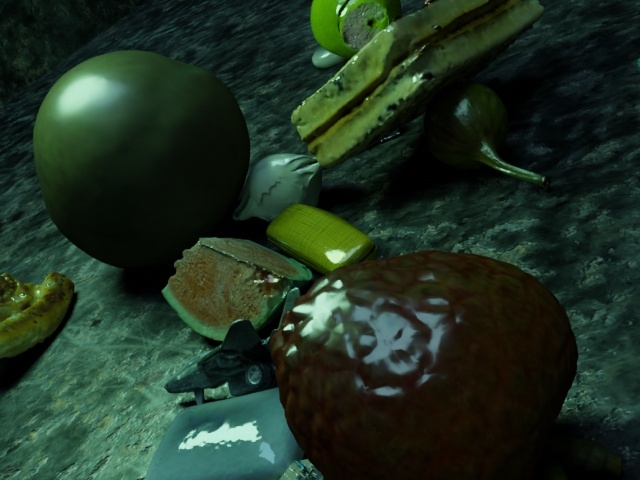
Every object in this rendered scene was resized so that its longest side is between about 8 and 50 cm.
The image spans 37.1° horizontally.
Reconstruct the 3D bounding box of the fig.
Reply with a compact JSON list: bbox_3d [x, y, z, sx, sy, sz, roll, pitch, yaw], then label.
[{"bbox_3d":[0.226,-0.126,1.296,0.124,0.124,0.236,-30,44,-4],"label":"fig"}]

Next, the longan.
[{"bbox_3d":[-0.280,-0.125,1.477,0.361,0.361,0.361,-22,27,12],"label":"longan"}]

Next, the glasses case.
[{"bbox_3d":[0.000,0.000,1.306,0.079,0.064,0.234,-39,28,-14],"label":"glasses case"}]

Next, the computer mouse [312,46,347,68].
[{"bbox_3d":[0.026,-0.398,2.020,0.096,0.039,0.066,-19,28,15],"label":"computer mouse"}]

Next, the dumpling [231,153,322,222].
[{"bbox_3d":[-0.052,-0.082,1.471,0.188,0.108,0.127,-33,-1,20],"label":"dumpling"}]

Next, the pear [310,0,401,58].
[{"bbox_3d":[0.070,-0.462,1.937,0.187,0.187,0.220,-24,24,6],"label":"pear"}]

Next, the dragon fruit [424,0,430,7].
[{"bbox_3d":[0.287,-0.462,1.776,0.172,0.166,0.160,-53,-4,-22],"label":"dragon fruit"}]

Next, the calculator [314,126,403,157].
[{"bbox_3d":[0.053,-0.210,1.680,0.161,0.021,0.262,-25,26,6],"label":"calculator"}]

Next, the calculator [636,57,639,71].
[{"bbox_3d":[0.580,-0.299,1.308,0.248,0.058,0.274,-8,33,36],"label":"calculator"}]

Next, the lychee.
[{"bbox_3d":[0.105,0.132,0.802,0.255,0.300,0.255,-49,-2,-3],"label":"lychee"}]

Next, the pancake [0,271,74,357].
[{"bbox_3d":[-0.520,0.088,1.516,0.244,0.057,0.266,31,25,17],"label":"pancake"}]

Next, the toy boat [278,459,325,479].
[{"bbox_3d":[0.029,0.259,0.829,0.210,0.066,0.084,28,92,49],"label":"toy boat"}]

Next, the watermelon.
[{"bbox_3d":[-0.085,0.059,1.266,0.231,0.128,0.146,20,24,40],"label":"watermelon"}]

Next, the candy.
[{"bbox_3d":[-0.091,0.214,1.003,0.174,0.071,0.138,-15,25,22],"label":"candy"}]

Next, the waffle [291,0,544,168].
[{"bbox_3d":[0.152,-0.267,1.421,0.376,0.114,0.261,-35,-3,-43],"label":"waffle"}]

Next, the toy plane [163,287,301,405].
[{"bbox_3d":[-0.091,0.149,1.104,0.267,0.212,0.088,-32,63,32],"label":"toy plane"}]
